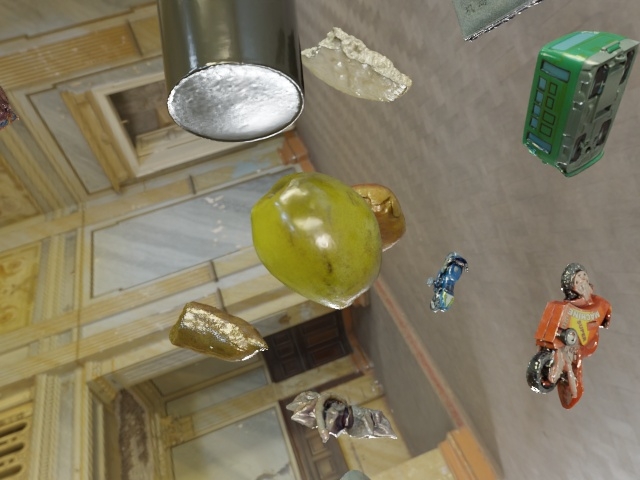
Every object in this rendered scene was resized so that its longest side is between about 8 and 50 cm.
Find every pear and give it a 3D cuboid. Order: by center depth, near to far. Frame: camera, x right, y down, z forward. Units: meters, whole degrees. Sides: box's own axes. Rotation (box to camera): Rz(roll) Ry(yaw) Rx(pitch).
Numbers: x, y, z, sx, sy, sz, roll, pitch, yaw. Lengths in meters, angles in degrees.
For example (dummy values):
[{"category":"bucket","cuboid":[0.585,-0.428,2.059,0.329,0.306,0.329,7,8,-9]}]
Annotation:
[{"category":"pear","cuboid":[0.000,0.000,1.010,0.307,0.253,0.253,52,175,-12]}]

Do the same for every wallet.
[{"category":"wallet","cuboid":[0.336,-0.502,0.898,0.222,0.036,0.167,-10,101,57]}]

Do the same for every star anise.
[{"category":"star anise","cuboid":[0.036,0.346,0.930,0.262,0.230,0.081,53,-128,-64]}]

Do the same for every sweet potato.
[{"category":"sweet potato","cuboid":[-0.311,0.290,1.461,0.158,0.370,0.157,14,-90,-70]}]

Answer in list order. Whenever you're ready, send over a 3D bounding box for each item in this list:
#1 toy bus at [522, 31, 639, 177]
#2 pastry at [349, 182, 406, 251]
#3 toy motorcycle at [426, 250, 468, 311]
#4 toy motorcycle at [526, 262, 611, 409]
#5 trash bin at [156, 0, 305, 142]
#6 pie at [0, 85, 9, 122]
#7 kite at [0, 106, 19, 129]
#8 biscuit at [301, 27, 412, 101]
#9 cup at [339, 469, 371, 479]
[{"category":"toy bus","cuboid":[0.660,-0.364,1.253,0.199,0.184,0.343,45,155,40]},{"category":"pastry","cuboid":[0.175,-0.076,1.898,0.163,0.357,0.355,-100,-1,-47]},{"category":"toy motorcycle","cuboid":[0.439,0.132,1.626,0.254,0.092,0.135,-65,6,-27]},{"category":"toy motorcycle","cuboid":[0.540,0.202,1.026,0.171,0.297,0.089,32,167,-30]},{"category":"trash bin","cuboid":[-0.127,-0.323,0.649,0.214,0.215,0.333,94,168,-70]},{"category":"pie","cuboid":[-0.512,-0.233,0.680,0.154,0.036,0.154,56,-179,-1]},{"category":"kite","cuboid":[-0.824,-0.310,1.150,0.010,0.159,0.189,17,101,46]},{"category":"biscuit","cuboid":[0.060,-0.345,0.953,0.266,0.040,0.188,24,170,30]},{"category":"cup","cuboid":[0.054,0.462,0.778,0.095,0.128,0.129,44,169,6]}]
